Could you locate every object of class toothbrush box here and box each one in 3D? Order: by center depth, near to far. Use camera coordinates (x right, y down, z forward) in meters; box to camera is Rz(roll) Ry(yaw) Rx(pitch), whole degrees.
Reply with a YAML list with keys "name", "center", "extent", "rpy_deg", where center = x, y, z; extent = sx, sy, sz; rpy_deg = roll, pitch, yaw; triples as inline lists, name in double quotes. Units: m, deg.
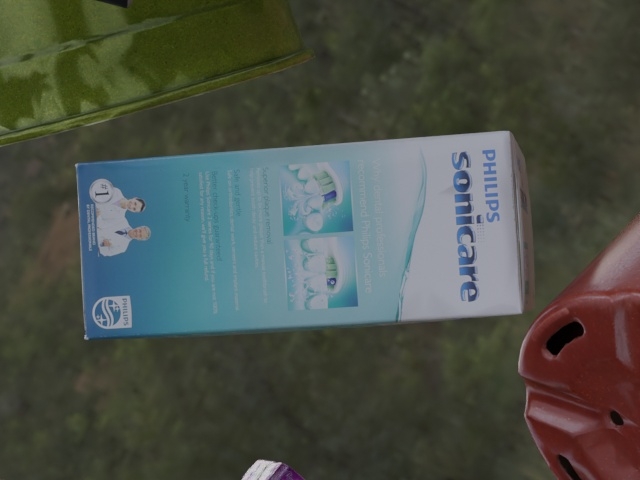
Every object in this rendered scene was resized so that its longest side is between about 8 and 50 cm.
- name: "toothbrush box"
  center: [0.000, 0.000, 1.208]
  extent: [0.216, 0.295, 0.126]
  rpy_deg: [12, -106, -82]

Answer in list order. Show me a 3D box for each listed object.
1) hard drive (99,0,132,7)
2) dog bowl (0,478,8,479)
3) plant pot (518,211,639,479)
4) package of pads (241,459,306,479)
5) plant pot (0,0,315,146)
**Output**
- name: "hard drive"
  center: [-0.067, -0.315, 0.952]
  extent: [0.339, 0.064, 0.237]
  rpy_deg: [-70, -7, -49]
- name: "dog bowl"
  center: [-0.210, 0.359, 1.228]
  extent: [0.408, 0.150, 0.408]
  rpy_deg: [3, 93, 57]
- name: "plant pot"
  center: [0.285, 0.062, 1.111]
  extent: [0.265, 0.272, 0.272]
  rpy_deg: [-35, -8, -35]
- name: "package of pads"
  center: [-0.033, 0.212, 1.445]
  extent: [0.032, 0.050, 0.083]
  rpy_deg: [-51, 10, -15]
- name: "plant pot"
  center: [-0.227, -0.300, 1.648]
  extent: [0.366, 0.366, 0.353]
  rpy_deg: [-148, 42, -79]
